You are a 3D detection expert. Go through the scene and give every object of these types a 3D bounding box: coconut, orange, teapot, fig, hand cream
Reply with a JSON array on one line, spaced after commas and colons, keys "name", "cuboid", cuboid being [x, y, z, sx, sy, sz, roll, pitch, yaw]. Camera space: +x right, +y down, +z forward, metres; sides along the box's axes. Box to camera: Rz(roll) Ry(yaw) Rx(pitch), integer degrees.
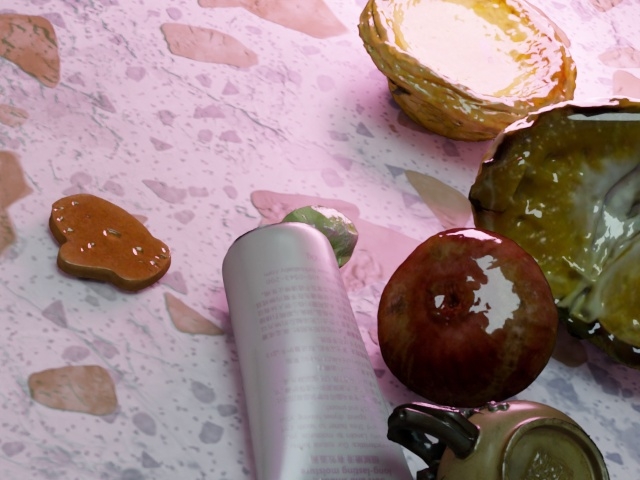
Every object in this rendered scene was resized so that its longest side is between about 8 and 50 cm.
[{"name": "coconut", "cuboid": [0.000, 0.000, 1.965, 0.082, 0.083, 0.081, -33, 56, 0]}, {"name": "orange", "cuboid": [0.358, -0.014, 2.023, 0.368, 0.271, 0.210, 32, 10, 9]}, {"name": "teapot", "cuboid": [0.169, 0.239, 1.709, 0.269, 0.182, 0.173, 33, 62, -12]}, {"name": "fig", "cuboid": [0.155, 0.087, 1.880, 0.205, 0.205, 0.205, 14, 41, -12]}, {"name": "hand cream", "cuboid": [-0.010, 0.146, 1.791, 0.185, 0.118, 0.359, 6, 50, -27]}]

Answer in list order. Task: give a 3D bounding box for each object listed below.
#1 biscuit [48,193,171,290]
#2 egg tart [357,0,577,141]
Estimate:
[{"name": "biscuit", "cuboid": [-0.234, 0.006, 1.887, 0.140, 0.023, 0.118, 41, 43, 19]}, {"name": "egg tart", "cuboid": [0.181, -0.217, 2.260, 0.294, 0.123, 0.294, 11, 45, -11]}]
